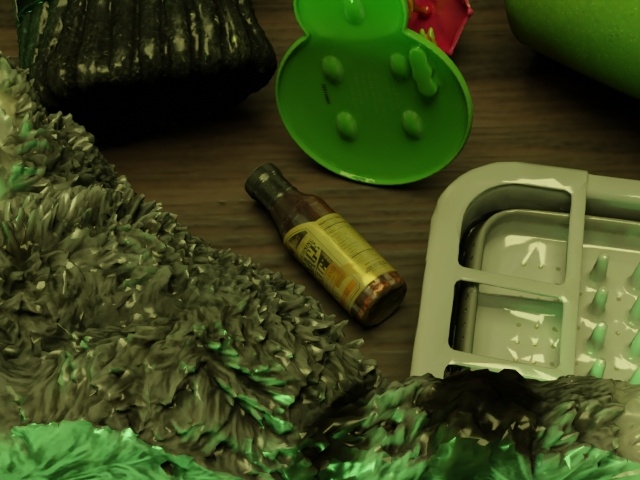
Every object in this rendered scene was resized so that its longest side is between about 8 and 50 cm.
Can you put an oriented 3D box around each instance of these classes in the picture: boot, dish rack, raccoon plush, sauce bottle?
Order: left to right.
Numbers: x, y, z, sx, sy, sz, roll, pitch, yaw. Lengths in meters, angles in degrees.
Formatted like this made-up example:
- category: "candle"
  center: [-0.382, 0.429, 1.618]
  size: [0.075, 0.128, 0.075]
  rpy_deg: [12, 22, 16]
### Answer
- category: "boot"
  center: [-0.068, -0.231, 0.820]
  size: [0.348, 0.131, 0.260]
  rpy_deg: [-27, 65, 21]
- category: "raccoon plush"
  center: [-0.043, 0.042, 0.676]
  size: [0.446, 0.216, 0.299]
  rpy_deg: [4, 46, -4]
- category: "sauce bottle"
  center: [0.000, 0.000, 0.790]
  size: [0.042, 0.042, 0.128]
  rpy_deg: [-35, 61, -20]
- category: "dish rack"
  center: [0.216, 0.102, 0.707]
  size: [0.333, 0.072, 0.285]
  rpy_deg: [7, 57, 5]

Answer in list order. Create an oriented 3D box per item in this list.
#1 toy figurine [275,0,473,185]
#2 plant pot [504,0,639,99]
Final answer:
- category: "toy figurine"
  center: [0.047, -0.153, 0.832]
  size: [0.130, 0.173, 0.159]
  rpy_deg: [-1, 42, 20]
- category: "plant pot"
  center: [0.279, -0.179, 0.800]
  size: [0.294, 0.274, 0.274]
  rpy_deg: [9, 56, 25]
